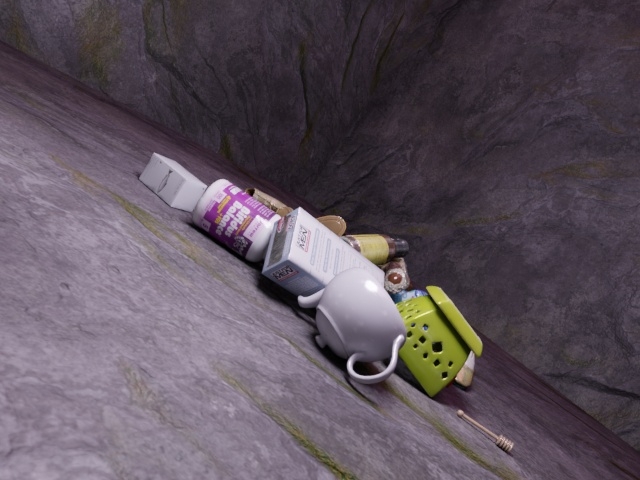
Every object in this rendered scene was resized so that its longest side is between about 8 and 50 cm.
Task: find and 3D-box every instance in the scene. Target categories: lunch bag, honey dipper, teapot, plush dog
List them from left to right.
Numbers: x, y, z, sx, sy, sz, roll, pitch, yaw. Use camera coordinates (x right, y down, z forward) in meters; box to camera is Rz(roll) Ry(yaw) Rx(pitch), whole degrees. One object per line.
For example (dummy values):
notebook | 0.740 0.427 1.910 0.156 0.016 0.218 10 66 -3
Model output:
teapot | 0.076 0.203 1.180 0.252 0.187 0.256 58 -13 4
plush dog | 0.222 0.150 1.877 0.210 0.226 0.262 60 19 -44
lunch bag | 0.374 0.294 1.798 0.176 0.090 0.218 24 50 -57
honey dipper | 0.442 0.512 1.317 0.161 0.030 0.030 32 7 12

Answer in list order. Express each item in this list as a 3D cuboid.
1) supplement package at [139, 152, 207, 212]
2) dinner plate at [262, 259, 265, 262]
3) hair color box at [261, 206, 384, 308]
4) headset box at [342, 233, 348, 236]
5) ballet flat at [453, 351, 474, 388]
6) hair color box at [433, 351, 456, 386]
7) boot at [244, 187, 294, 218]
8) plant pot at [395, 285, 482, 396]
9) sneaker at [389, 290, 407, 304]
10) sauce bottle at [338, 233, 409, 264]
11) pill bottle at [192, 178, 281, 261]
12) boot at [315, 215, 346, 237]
supplement package | -0.476 -0.186 1.573 0.179 0.105 0.105 36 8 25
dinner plate | -0.174 0.060 1.617 0.141 0.017 0.141 32 8 -5
hair color box | 0.022 0.093 1.395 0.374 0.114 0.185 37 43 -30
headset box | 0.125 0.037 2.632 0.218 0.110 0.293 38 9 29
ballet flat | 0.511 0.431 1.776 0.123 0.123 0.348 35 8 11
hair color box | 0.365 0.399 1.598 0.167 0.053 0.093 34 8 14
boot | -0.256 -0.174 2.434 0.203 0.095 0.262 27 8 -41
plant pot | 0.322 0.270 1.414 0.228 0.207 0.227 52 7 -4
sneaker | 0.275 0.209 2.159 0.319 0.127 0.208 43 10 2
sauce bottle | 0.181 0.033 1.652 0.344 0.111 0.111 -2 32 -46
pill bottle | -0.220 -0.040 1.477 0.302 0.169 0.169 33 8 3
boot | 0.000 0.000 1.784 0.109 0.283 0.220 56 20 11
